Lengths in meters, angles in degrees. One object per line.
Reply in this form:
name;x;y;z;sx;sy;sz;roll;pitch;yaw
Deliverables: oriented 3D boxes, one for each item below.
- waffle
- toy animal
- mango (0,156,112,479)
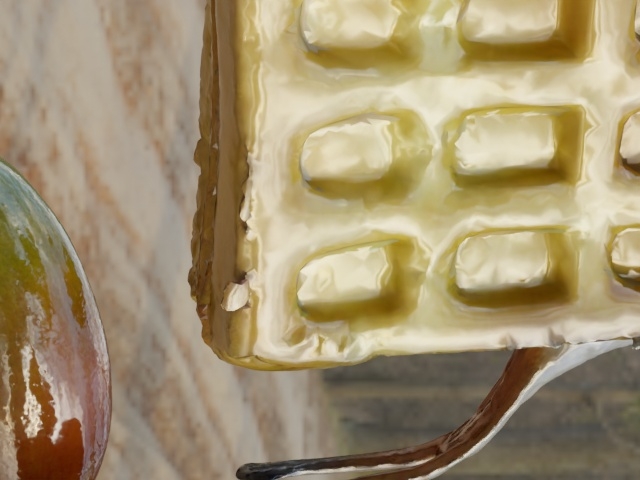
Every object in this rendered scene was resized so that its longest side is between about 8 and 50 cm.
waffle;0.112;-0.072;0.593;0.098;0.328;0.224;-130;-142;-67
toy animal;0.131;0.045;0.903;0.225;0.302;0.284;-86;-169;-78
mango;-0.226;0.069;1.194;0.146;0.129;0.289;27;-50;56
